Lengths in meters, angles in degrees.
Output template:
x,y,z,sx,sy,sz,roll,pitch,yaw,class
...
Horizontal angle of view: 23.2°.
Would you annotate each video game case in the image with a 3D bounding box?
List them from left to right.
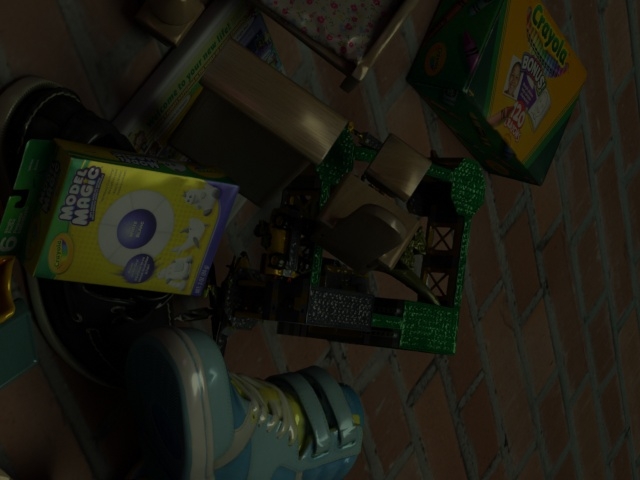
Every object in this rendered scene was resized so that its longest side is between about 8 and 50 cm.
x,y,z,sx,sy,sz,roll,pitch,yaw,class
-0.103,-0.108,1.472,0.212,0.023,0.193,-54,144,-26,video game case

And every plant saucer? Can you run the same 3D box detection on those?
x,y,z,sx,sy,sz,roll,pitch,yaw,class
-0.302,0.119,1.275,0.192,0.018,0.067,-36,132,-43,plant saucer

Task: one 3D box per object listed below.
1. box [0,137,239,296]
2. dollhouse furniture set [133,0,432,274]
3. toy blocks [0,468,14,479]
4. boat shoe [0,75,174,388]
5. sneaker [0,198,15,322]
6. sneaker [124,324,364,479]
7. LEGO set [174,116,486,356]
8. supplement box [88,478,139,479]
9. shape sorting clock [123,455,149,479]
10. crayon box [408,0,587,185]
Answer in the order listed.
x,y,z,sx,sy,sz,roll,pitch,yaw,class
-0.160,-0.018,1.222,0.179,0.043,0.105,9,110,-35,box
0.035,-0.203,1.337,0.355,0.303,0.174,-57,-173,-19,dollhouse furniture set
-0.299,0.292,1.098,0.261,0.191,0.381,46,74,-19,toy blocks
-0.174,0.014,1.332,0.127,0.113,0.340,-45,138,-37,boat shoe
-0.264,-0.016,1.224,0.064,0.067,0.175,-32,128,-45,sneaker
-0.057,0.148,1.411,0.208,0.127,0.319,-25,149,-18,sneaker
0.000,0.000,1.553,0.331,0.192,0.254,-1,93,-50,LEGO set
-0.256,0.265,1.301,0.220,0.114,0.111,3,81,-56,supplement box
-0.150,0.303,1.546,0.206,0.040,0.206,-7,98,-56,shape sorting clock
0.219,-0.197,1.872,0.278,0.081,0.165,39,71,-56,crayon box
